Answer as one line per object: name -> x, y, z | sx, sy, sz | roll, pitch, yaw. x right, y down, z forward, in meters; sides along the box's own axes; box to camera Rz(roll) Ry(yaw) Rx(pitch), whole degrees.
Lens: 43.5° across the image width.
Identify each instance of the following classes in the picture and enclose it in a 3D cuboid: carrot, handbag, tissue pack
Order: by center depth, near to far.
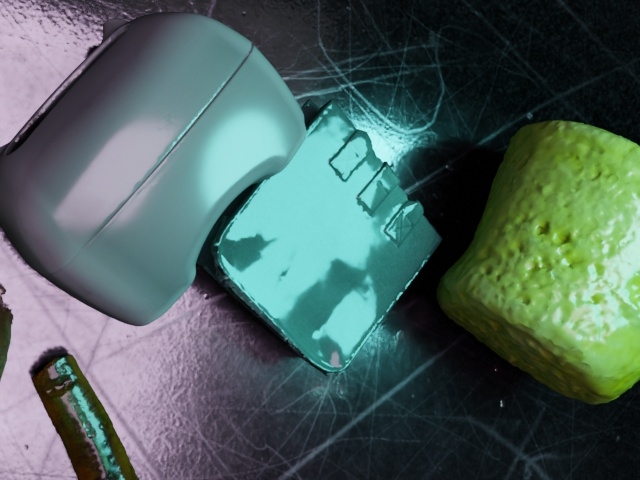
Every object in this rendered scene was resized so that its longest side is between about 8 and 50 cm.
tissue pack -> -0.200, -0.094, 0.887 | 0.236, 0.229, 0.333 | 44, 74, -24
carrot -> -0.269, 0.257, 0.954 | 0.070, 0.070, 0.260 | -26, 100, -21
handbag -> -0.004, 0.001, 1.040 | 0.269, 0.100, 0.274 | 45, 69, -27

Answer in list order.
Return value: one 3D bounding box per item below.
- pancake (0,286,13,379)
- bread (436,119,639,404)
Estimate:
pancake -> -0.423, 0.072, 0.765 | 0.071, 0.382, 0.382 | -7, 95, 17
bread -> 0.341, 0.033, 1.081 | 0.348, 0.348, 0.307 | 43, 80, -18
